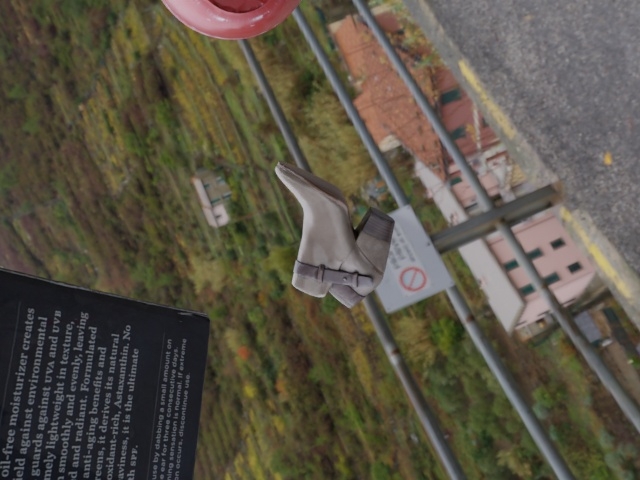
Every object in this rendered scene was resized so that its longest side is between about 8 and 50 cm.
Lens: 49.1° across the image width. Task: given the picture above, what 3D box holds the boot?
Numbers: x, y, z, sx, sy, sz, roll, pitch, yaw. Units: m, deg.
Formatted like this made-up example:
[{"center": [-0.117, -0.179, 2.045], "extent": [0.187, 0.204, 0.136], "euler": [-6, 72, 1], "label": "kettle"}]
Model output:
[{"center": [0.000, 0.000, 0.563], "extent": [0.118, 0.087, 0.042], "euler": [30, -162, 1], "label": "boot"}]

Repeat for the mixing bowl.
[{"center": [-0.088, -0.284, 0.710], "extent": [0.098, 0.181, 0.181], "euler": [-109, 1, -60], "label": "mixing bowl"}]

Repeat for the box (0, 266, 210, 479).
[{"center": [-0.283, 0.111, 0.435], "extent": [0.294, 0.296, 0.183], "euler": [25, -116, -51], "label": "box"}]
